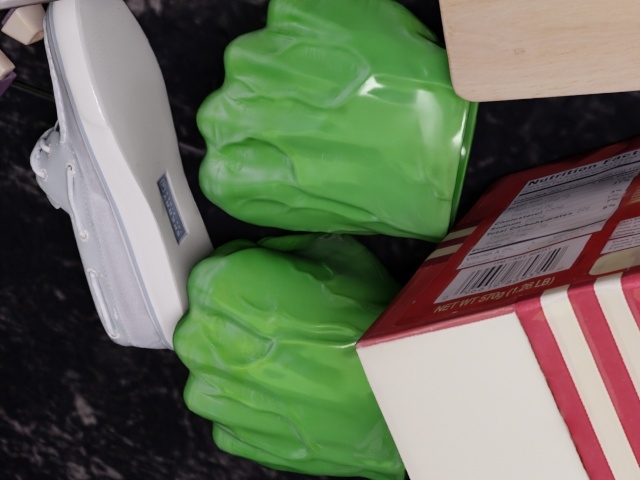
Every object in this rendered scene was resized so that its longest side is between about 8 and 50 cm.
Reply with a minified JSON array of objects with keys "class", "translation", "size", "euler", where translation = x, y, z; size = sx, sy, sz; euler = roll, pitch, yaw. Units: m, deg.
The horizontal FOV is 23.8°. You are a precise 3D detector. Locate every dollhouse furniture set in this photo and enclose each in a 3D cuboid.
[{"class":"dollhouse furniture set","translation":[-0.231,-0.114,0.869],"size":[0.081,0.114,0.091],"euler":[49,124,4]}]

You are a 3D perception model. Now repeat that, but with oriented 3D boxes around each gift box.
[{"class":"gift box","translation":[0.174,0.103,0.691],"size":[0.255,0.276,0.258],"euler":[-15,106,34]}]

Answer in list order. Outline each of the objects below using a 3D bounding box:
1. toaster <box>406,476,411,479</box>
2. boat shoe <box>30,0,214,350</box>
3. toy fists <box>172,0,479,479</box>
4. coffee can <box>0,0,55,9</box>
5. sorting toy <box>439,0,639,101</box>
[{"class":"toaster","translation":[0.039,0.207,0.841],"size":[0.168,0.185,0.110],"euler":[-24,96,29]},{"class":"boat shoe","translation":[-0.126,-0.036,0.872],"size":[0.081,0.079,0.228],"euler":[-8,111,22]},{"class":"toy fists","translation":[0.000,0.000,0.825],"size":[0.142,0.096,0.279],"euler":[12,115,8]},{"class":"coffee can","translation":[-0.177,-0.262,0.729],"size":[0.201,0.201,0.275],"euler":[1,111,24]},{"class":"sorting toy","translation":[0.173,-0.203,0.662],"size":[0.257,0.089,0.256],"euler":[-2,110,24]}]
